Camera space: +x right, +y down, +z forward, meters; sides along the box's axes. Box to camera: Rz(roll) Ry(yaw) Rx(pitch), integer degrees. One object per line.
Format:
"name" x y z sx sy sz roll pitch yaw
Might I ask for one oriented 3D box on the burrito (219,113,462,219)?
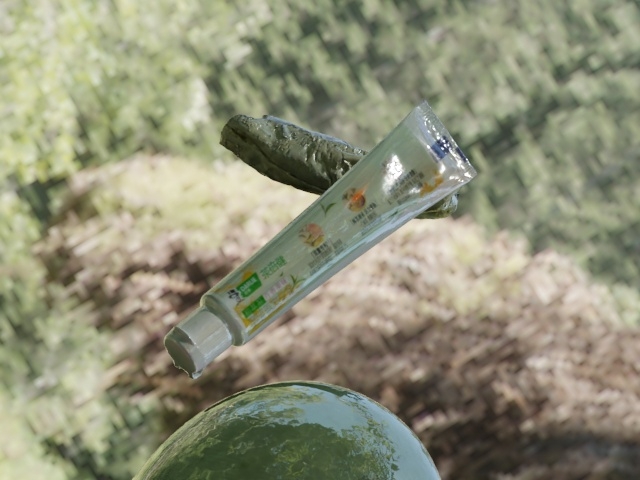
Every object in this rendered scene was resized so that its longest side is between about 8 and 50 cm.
"burrito" 0.019 -0.066 1.743 0.063 0.230 0.058 -55 159 -64

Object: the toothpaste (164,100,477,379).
"toothpaste" 0.000 0.000 1.551 0.056 0.314 0.058 32 -31 36

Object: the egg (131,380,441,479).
"egg" -0.042 0.222 1.292 0.218 0.295 0.218 30 -44 33
